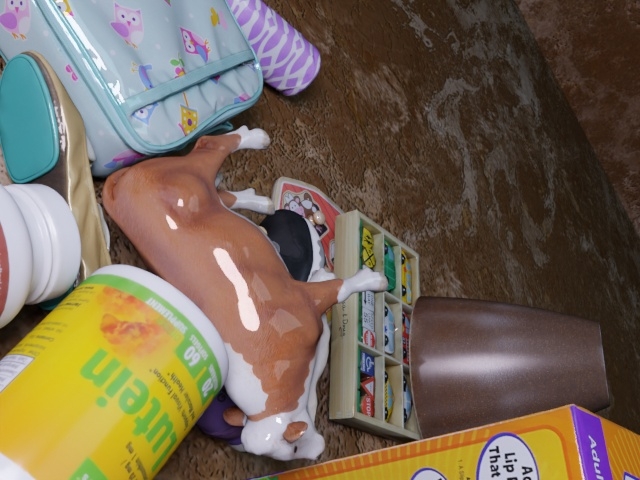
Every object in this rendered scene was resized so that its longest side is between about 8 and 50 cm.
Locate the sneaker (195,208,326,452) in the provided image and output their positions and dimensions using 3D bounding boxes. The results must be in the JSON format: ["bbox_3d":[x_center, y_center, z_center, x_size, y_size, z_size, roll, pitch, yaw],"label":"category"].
[{"bbox_3d":[-0.079,0.059,0.751,0.124,0.107,0.283,36,43,-28],"label":"sneaker"}]

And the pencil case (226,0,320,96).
[{"bbox_3d":[-0.090,-0.271,0.956,0.206,0.086,0.088,34,22,-41],"label":"pencil case"}]

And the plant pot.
[{"bbox_3d":[0.255,0.169,0.972,0.215,0.230,0.216,-8,90,-70],"label":"plant pot"}]

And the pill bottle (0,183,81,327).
[{"bbox_3d":[-0.275,0.015,0.485,0.216,0.121,0.121,-13,81,-56],"label":"pill bottle"}]

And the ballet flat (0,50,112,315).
[{"bbox_3d":[-0.227,-0.046,0.641,0.073,0.080,0.233,2,78,-64],"label":"ballet flat"}]

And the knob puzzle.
[{"bbox_3d":[0.000,0.000,0.957,0.213,0.030,0.213,31,47,-41],"label":"knob puzzle"}]

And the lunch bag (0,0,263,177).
[{"bbox_3d":[-0.178,-0.196,0.760,0.224,0.107,0.279,59,34,-11],"label":"lunch bag"}]

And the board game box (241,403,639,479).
[{"bbox_3d":[0.170,0.391,0.657,0.356,0.356,0.357,28,49,-41],"label":"board game box"}]

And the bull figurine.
[{"bbox_3d":[-0.059,0.041,0.660,0.188,0.101,0.310,-34,86,-40],"label":"bull figurine"}]

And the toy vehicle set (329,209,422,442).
[{"bbox_3d":[0.076,0.114,0.953,0.166,0.035,0.267,31,53,-47],"label":"toy vehicle set"}]

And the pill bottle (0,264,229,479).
[{"bbox_3d":[-0.183,0.143,0.505,0.136,0.136,0.246,53,48,-18],"label":"pill bottle"}]
